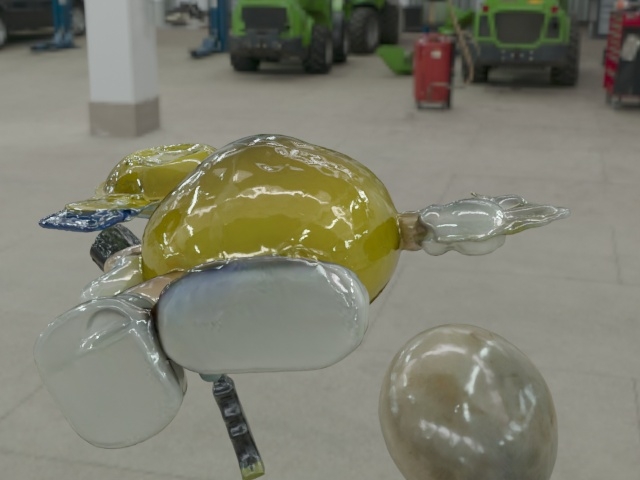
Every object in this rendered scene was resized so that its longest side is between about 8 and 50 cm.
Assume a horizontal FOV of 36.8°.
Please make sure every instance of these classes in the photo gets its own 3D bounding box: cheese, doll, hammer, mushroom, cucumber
[{"bbox_3d":[-0.190,-0.058,1.069,0.177,0.069,0.270,6,21,31],"label":"cheese"},{"bbox_3d":[-0.028,0.011,0.726,0.348,0.161,0.423,3,20,41],"label":"doll"},{"bbox_3d":[-0.146,0.279,1.581,0.041,0.226,0.159,-19,7,1],"label":"hammer"},{"bbox_3d":[0.249,0.334,1.730,0.362,0.362,0.295,-17,-13,-45],"label":"mushroom"},{"bbox_3d":[-0.242,0.076,1.412,0.241,0.074,0.074,43,36,21],"label":"cucumber"}]
